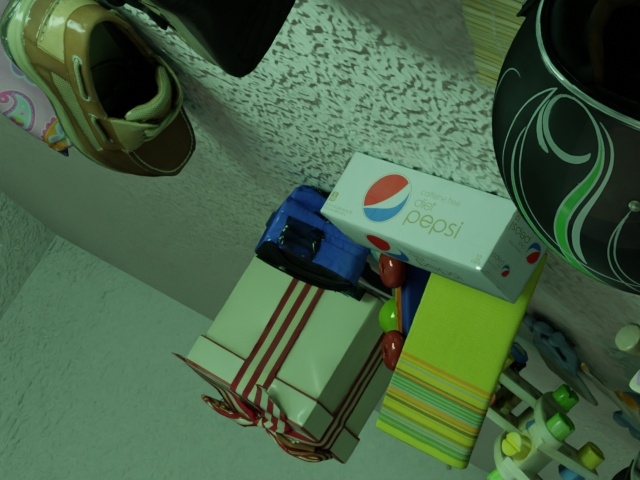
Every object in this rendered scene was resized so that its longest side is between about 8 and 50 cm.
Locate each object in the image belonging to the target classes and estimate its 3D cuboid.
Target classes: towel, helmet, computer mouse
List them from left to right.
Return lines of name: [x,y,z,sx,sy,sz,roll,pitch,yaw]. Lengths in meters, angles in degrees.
computer mouse: [0.090,0.054,1.783,0.193,0.042,0.106,28,175,-10]
towel: [0.136,0.100,1.369,0.102,0.237,0.021,25,-163,21]
helmet: [0.169,-0.052,0.701,0.169,0.169,0.161,28,153,23]

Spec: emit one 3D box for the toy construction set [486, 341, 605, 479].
toy construction set: [0.192,0.171,1.658,0.328,0.151,0.215,52,-163,-22]

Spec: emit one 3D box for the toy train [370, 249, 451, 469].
toy train: [0.102,0.103,1.487,0.105,0.248,0.143,-6,-168,-15]

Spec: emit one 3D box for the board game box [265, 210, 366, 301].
board game box: [-0.004,0.024,1.952,0.126,0.026,0.186,28,169,16]

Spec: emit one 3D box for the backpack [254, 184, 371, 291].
backpack: [0.000,0.000,1.612,0.120,0.101,0.098,29,172,-4]

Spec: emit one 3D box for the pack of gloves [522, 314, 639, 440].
pack of gloves: [0.320,0.154,1.615,0.195,0.046,0.232,43,177,31]

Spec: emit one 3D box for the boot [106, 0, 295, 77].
boot: [-0.171,-0.251,0.858,0.284,0.138,0.377,29,175,16]

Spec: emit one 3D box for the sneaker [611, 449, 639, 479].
sneaker: [0.438,0.298,1.761,0.146,0.122,0.330,52,167,-9]

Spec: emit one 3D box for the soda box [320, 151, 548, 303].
soda box: [0.103,-0.015,1.311,0.216,0.074,0.069,21,165,46]

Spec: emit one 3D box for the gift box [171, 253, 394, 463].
gift box: [-0.048,0.174,2.140,0.255,0.258,0.276,25,169,31]

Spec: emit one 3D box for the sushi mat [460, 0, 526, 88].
sushi mat: [0.225,-0.071,0.844,0.316,0.019,0.151,28,168,23]

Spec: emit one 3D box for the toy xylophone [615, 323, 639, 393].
toy xylophone: [0.405,0.182,1.336,0.322,0.081,0.236,38,169,-28]

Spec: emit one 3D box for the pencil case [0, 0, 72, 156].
pencil case: [-0.367,-0.219,1.611,0.284,0.124,0.124,36,169,-30]

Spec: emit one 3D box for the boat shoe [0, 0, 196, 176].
boat shoe: [-0.209,-0.150,1.472,0.120,0.122,0.324,23,167,29]
